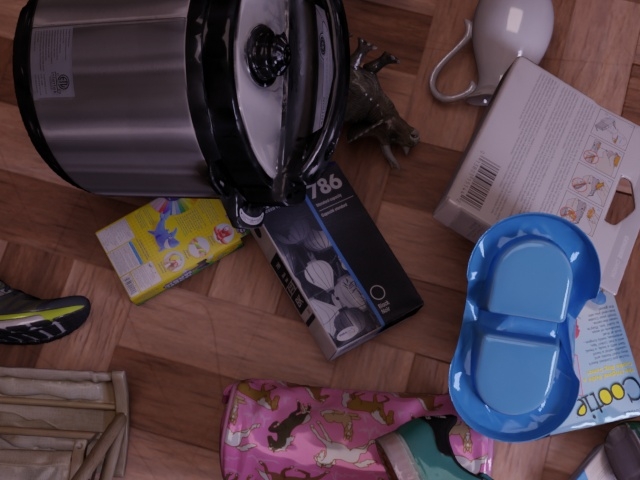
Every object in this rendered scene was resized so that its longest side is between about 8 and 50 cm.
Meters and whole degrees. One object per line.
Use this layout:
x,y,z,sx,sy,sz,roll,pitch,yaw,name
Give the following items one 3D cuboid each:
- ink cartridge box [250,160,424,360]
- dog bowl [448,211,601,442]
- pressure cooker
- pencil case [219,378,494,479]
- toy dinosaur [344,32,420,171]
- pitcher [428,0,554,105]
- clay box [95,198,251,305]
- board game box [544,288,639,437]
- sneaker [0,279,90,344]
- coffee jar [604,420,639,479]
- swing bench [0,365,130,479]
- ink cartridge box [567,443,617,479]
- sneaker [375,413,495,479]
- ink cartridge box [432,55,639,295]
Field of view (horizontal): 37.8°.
0.000,0.000,1.415,0.165,0.065,0.332,-26,74,-24,ink cartridge box
0.257,0.108,1.207,0.166,0.074,0.297,9,97,2,dog bowl
-0.159,-0.231,1.308,0.420,0.370,0.375,1,44,23,pressure cooker
0.045,0.284,1.312,0.386,0.167,0.160,2,114,3,pencil case
0.021,-0.250,1.470,0.313,0.121,0.160,31,102,20,toy dinosaur
0.272,-0.309,1.486,0.178,0.125,0.207,11,88,12,pitcher
-0.220,-0.009,1.454,0.222,0.053,0.127,-29,76,-7,clay box
0.347,0.134,1.346,0.144,0.142,0.275,-12,74,0,board game box
-0.498,0.091,1.414,0.300,0.111,0.121,-1,71,0,sneaker
0.492,0.294,1.295,0.184,0.079,0.096,0,53,-26,coffee jar
-0.418,0.307,1.304,0.253,0.165,0.254,3,32,4,swing bench
0.435,0.387,1.316,0.181,0.061,0.104,41,79,12,ink cartridge box
0.186,0.357,1.156,0.121,0.108,0.302,-24,75,-9,sneaker
0.332,-0.088,1.328,0.261,0.066,0.296,30,61,0,ink cartridge box
